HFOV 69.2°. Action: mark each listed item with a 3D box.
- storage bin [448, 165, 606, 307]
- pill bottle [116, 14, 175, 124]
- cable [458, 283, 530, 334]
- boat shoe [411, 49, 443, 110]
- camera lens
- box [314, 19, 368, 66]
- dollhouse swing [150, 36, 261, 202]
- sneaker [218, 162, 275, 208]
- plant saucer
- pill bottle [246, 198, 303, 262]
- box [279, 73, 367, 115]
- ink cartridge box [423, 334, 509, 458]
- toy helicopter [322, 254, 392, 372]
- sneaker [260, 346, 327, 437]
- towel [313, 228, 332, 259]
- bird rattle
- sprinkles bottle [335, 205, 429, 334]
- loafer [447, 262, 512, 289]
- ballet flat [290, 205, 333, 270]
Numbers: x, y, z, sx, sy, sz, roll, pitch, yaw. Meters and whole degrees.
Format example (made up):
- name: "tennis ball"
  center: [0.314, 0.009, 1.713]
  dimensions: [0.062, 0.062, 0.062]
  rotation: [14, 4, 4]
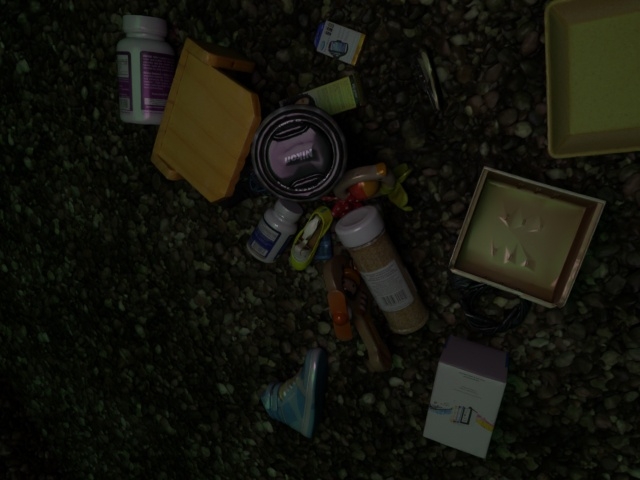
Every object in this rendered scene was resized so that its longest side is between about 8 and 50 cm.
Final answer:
- name: "storage bin"
  center: [0.470, -0.004, 1.097]
  dimensions: [0.262, 0.123, 0.261]
  rotation: [20, 95, 17]
- name: "pill bottle"
  center: [-0.529, -0.513, 1.416]
  dimensions: [0.169, 0.169, 0.302]
  rotation: [11, 108, 21]
- name: "cable"
  center: [0.464, 0.173, 1.220]
  dimensions: [0.184, 0.047, 0.151]
  rotation: [-18, 96, 26]
- name: "boat shoe"
  center: [0.268, -0.394, 1.161]
  dimensions: [0.049, 0.056, 0.153]
  rotation: [-15, 88, 31]
- name: "camera lens"
  center: [-0.048, -0.222, 1.142]
  dimensions: [0.219, 0.274, 0.220]
  rotation: [0, 106, 0]
- name: "box"
  center: [0.051, -0.526, 1.235]
  dimensions: [0.136, 0.028, 0.081]
  rotation: [29, 113, 17]
- name: "dollhouse swing"
  center: [-0.250, -0.307, 1.262]
  dimensions: [0.304, 0.315, 0.347]
  rotation: [32, 114, 13]
- name: "sneaker"
  center: [-0.171, -0.172, 1.370]
  dimensions: [0.340, 0.125, 0.140]
  rotation: [-32, 94, 29]
- name: "plant saucer"
  center: [0.658, -0.357, 0.979]
  dimensions: [0.332, 0.081, 0.333]
  rotation: [-2, 102, 24]
- name: "pill bottle"
  center: [-0.134, -0.034, 1.395]
  dimensions: [0.112, 0.112, 0.187]
  rotation: [40, 115, 10]
- name: "box"
  center: [0.004, -0.376, 1.276]
  dimensions: [0.232, 0.058, 0.088]
  rotation: [-13, 99, 25]
- name: "ink cartridge box"
  center: [0.391, 0.413, 1.245]
  dimensions: [0.168, 0.171, 0.233]
  rotation: [14, 109, 20]
- name: "toy helicopter"
  center: [0.105, 0.209, 1.283]
  dimensions: [0.140, 0.235, 0.355]
  rotation: [-24, 93, 27]
- name: "sneaker"
  center: [-0.094, 0.473, 1.502]
  dimensions: [0.208, 0.127, 0.320]
  rotation: [13, 108, 19]
- name: "towel"
  center: [0.000, 0.000, 1.391]
  dimensions: [0.067, 0.029, 0.120]
  rotation: [-1, 103, 23]
- name: "bird rattle"
  center: [0.112, -0.145, 1.218]
  dimensions: [0.253, 0.207, 0.143]
  rotation: [-5, 73, 20]
- name: "sprinkles bottle"
  center: [0.167, 0.083, 1.225]
  dimensions: [0.121, 0.121, 0.356]
  rotation: [-18, 116, 27]
- name: "loafer"
  center: [0.412, 0.078, 1.213]
  dimensions: [0.169, 0.062, 0.062]
  rotation: [-20, 90, 25]
- name: "ballet flat"
  center: [-0.040, -0.001, 1.347]
  dimensions: [0.077, 0.077, 0.231]
  rotation: [36, 116, 11]
